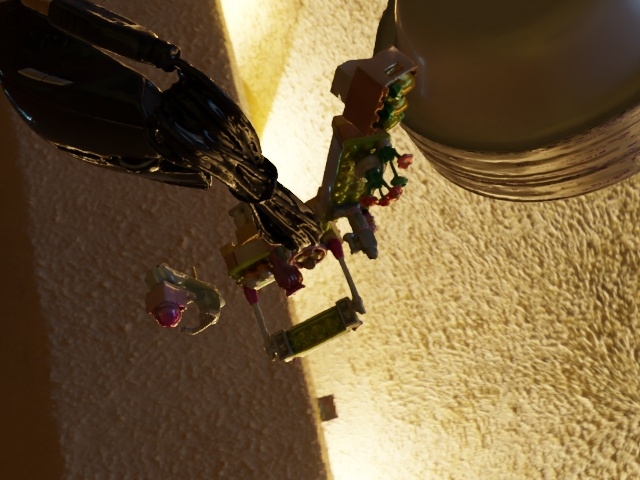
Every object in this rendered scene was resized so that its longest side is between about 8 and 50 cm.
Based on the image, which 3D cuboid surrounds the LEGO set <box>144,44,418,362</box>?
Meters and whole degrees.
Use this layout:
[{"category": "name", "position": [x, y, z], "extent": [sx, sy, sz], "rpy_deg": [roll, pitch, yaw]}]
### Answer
[{"category": "LEGO set", "position": [0.000, 0.000, 0.559], "extent": [0.287, 0.132, 0.107], "rpy_deg": [-41, -125, 30]}]

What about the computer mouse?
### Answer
[{"category": "computer mouse", "position": [-0.126, -0.076, 0.415], "extent": [0.262, 0.184, 0.060], "rpy_deg": [34, -99, 23]}]

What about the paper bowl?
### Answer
[{"category": "paper bowl", "position": [0.177, -0.186, 0.627], "extent": [0.284, 0.148, 0.284], "rpy_deg": [-16, -123, 26]}]
